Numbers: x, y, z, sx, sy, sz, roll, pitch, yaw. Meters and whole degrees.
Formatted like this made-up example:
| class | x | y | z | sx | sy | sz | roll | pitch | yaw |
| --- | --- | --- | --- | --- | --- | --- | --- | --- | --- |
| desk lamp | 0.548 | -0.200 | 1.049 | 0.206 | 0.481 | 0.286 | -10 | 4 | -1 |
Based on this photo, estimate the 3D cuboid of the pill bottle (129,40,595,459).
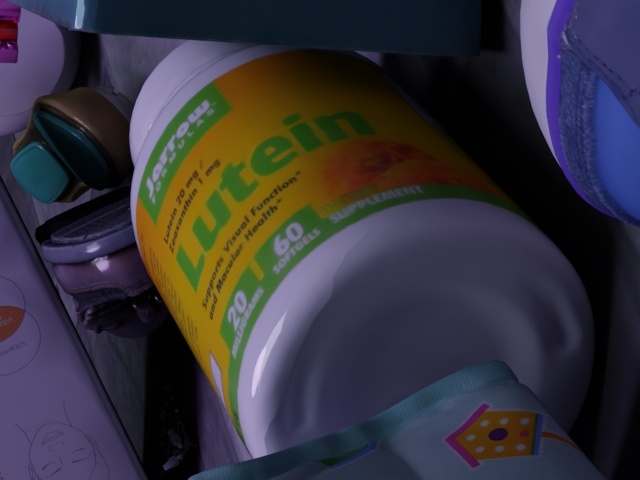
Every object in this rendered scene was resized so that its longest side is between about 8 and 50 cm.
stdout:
| class | x | y | z | sx | sy | sz | roll | pitch | yaw |
| --- | --- | --- | --- | --- | --- | --- | --- | --- | --- |
| pill bottle | 0.000 | 0.000 | 0.805 | 0.246 | 0.136 | 0.136 | -127 | 36 | -57 |

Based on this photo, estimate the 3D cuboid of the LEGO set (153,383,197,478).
| class | x | y | z | sx | sy | sz | roll | pitch | yaw |
| --- | --- | --- | --- | --- | --- | --- | --- | --- | --- |
| LEGO set | -0.097 | 0.129 | 1.328 | 0.083 | 0.023 | 0.054 | -96 | 15 | -44 |

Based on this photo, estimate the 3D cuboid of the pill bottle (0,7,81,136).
| class | x | y | z | sx | sy | sz | roll | pitch | yaw |
| --- | --- | --- | --- | --- | --- | --- | --- | --- | --- |
| pill bottle | -0.272 | -0.163 | 1.550 | 0.264 | 0.146 | 0.146 | -148 | 54 | -67 |

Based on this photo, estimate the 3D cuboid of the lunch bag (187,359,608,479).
| class | x | y | z | sx | sy | sz | roll | pitch | yaw |
| --- | --- | --- | --- | --- | --- | --- | --- | --- | --- |
| lunch bag | 0.062 | 0.214 | 0.670 | 0.223 | 0.160 | 0.262 | -127 | 24 | -50 |

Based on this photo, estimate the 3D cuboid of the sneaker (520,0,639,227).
| class | x | y | z | sx | sy | sz | roll | pitch | yaw |
| --- | --- | --- | --- | --- | --- | --- | --- | --- | --- |
| sneaker | 0.148 | -0.008 | 0.371 | 0.323 | 0.130 | 0.236 | 127 | 138 | -56 |

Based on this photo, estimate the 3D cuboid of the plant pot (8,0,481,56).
| class | x | y | z | sx | sy | sz | roll | pitch | yaw |
| --- | --- | --- | --- | --- | --- | --- | --- | --- | --- |
| plant pot | -0.029 | -0.204 | 0.806 | 0.165 | 0.165 | 0.234 | -151 | 65 | -68 |

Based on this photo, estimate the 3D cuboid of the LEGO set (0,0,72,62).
| class | x | y | z | sx | sy | sz | roll | pitch | yaw |
| --- | --- | --- | --- | --- | --- | --- | --- | --- | --- |
| LEGO set | -0.198 | -0.233 | 1.414 | 0.227 | 0.087 | 0.093 | -106 | 23 | -45 |

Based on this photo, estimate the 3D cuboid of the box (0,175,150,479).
| class | x | y | z | sx | sy | sz | roll | pitch | yaw |
| --- | --- | --- | --- | --- | --- | --- | --- | --- | --- |
| box | -0.254 | 0.112 | 1.304 | 0.168 | 0.215 | 0.345 | 53 | 166 | 59 |

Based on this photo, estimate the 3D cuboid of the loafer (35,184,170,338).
| class | x | y | z | sx | sy | sz | roll | pitch | yaw |
| --- | --- | --- | --- | --- | --- | --- | --- | --- | --- |
| loafer | -0.115 | 0.019 | 1.247 | 0.095 | 0.109 | 0.302 | 67 | 170 | -7 |

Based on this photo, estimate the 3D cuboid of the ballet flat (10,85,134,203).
| class | x | y | z | sx | sy | sz | roll | pitch | yaw |
| --- | --- | --- | --- | --- | --- | --- | --- | --- | --- |
| ballet flat | -0.164 | -0.076 | 1.370 | 0.080 | 0.073 | 0.232 | 50 | 162 | -11 |
